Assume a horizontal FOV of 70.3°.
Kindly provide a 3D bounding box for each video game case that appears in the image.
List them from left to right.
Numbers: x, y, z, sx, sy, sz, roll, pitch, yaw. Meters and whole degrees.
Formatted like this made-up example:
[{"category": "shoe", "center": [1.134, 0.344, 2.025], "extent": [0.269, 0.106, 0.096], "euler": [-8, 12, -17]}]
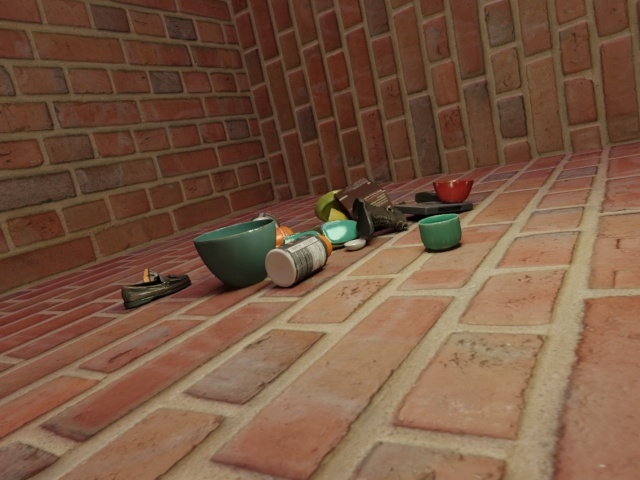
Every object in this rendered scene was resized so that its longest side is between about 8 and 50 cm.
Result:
[{"category": "video game case", "center": [0.498, -0.148, 2.052], "extent": [0.248, 0.035, 0.274], "euler": [-7, 8, -22]}]

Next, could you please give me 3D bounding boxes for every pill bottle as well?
[{"category": "pill bottle", "center": [-0.273, -0.038, 2.171], "extent": [0.161, 0.162, 0.283], "euler": [-13, 11, -2]}, {"category": "pill bottle", "center": [-0.060, 0.055, 1.515], "extent": [0.130, 0.131, 0.245], "euler": [-5, 13, 37]}]

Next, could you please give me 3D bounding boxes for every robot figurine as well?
[{"category": "robot figurine", "center": [-0.197, 0.015, 1.901], "extent": [0.219, 0.128, 0.158], "euler": [-18, -16, -20]}]

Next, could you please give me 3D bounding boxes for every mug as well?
[{"category": "mug", "center": [0.402, -0.026, 1.471], "extent": [0.157, 0.098, 0.129], "euler": [-14, 10, -9]}]

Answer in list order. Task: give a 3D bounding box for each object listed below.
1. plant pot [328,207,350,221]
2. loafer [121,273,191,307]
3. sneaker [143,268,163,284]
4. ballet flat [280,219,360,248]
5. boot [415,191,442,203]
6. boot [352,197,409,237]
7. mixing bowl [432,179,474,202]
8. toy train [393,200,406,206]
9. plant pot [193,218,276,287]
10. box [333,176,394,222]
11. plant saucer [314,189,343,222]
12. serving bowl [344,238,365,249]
[{"category": "plant pot", "center": [0.081, -0.073, 2.068], "extent": [0.095, 0.135, 0.134], "euler": [11, 12, 0]}, {"category": "loafer", "center": [-0.613, 0.169, 1.707], "extent": [0.096, 0.084, 0.267], "euler": [-2, 15, 45]}, {"category": "sneaker", "center": [-0.677, 0.166, 1.851], "extent": [0.083, 0.084, 0.215], "euler": [-2, 10, -19]}, {"category": "ballet flat", "center": [0.000, 0.000, 1.824], "extent": [0.348, 0.123, 0.123], "euler": [-15, 11, -20]}, {"category": "boot", "center": [0.598, -0.215, 2.323], "extent": [0.197, 0.077, 0.137], "euler": [13, 20, 38]}, {"category": "boot", "center": [0.256, -0.082, 1.835], "extent": [0.228, 0.091, 0.263], "euler": [14, 34, -16]}, {"category": "mixing bowl", "center": [0.594, -0.220, 2.035], "extent": [0.181, 0.099, 0.181], "euler": [-4, 9, 1]}, {"category": "toy train", "center": [0.352, -0.160, 2.204], "extent": [0.158, 0.027, 0.036], "euler": [-19, 3, -28]}, {"category": "plant pot", "center": [-0.280, 0.053, 1.607], "extent": [0.289, 0.196, 0.290], "euler": [-13, 11, 3]}, {"category": "box", "center": [0.200, -0.173, 2.141], "extent": [0.191, 0.143, 0.381], "euler": [-30, 20, 0]}, {"category": "plant saucer", "center": [0.089, -0.168, 2.395], "extent": [0.240, 0.241, 0.037], "euler": [-14, 52, -4]}, {"category": "serving bowl", "center": [0.134, 0.019, 1.742], "extent": [0.083, 0.027, 0.083], "euler": [-13, 11, 3]}]
